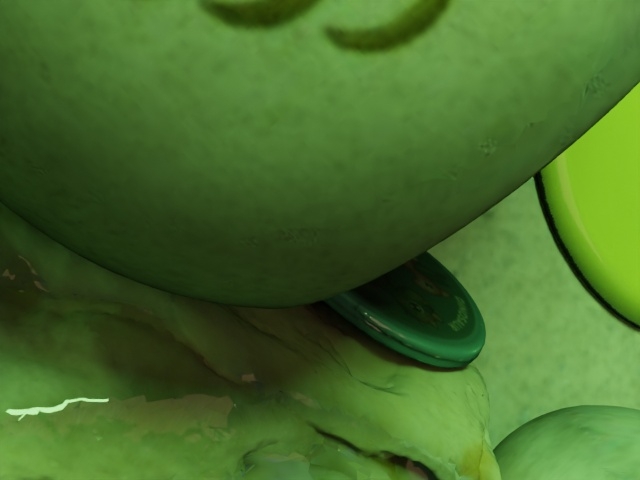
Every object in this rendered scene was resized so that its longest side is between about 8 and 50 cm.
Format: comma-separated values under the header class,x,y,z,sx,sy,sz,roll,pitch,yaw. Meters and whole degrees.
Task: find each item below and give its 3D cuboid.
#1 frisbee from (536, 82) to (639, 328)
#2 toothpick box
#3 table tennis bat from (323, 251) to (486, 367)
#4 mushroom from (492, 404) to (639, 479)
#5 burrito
class,x,y,z,sx,sy,sz,roll,pitch,yaw
frisbee,0.227,-0.056,1.096,0.236,0.017,0.236,3,84,-27
toothpick box,-0.058,-0.221,0.749,0.425,0.409,0.409,49,67,-15
table tennis bat,0.000,0.000,0.936,0.201,0.124,0.033,35,110,-3
mushroom,0.169,0.213,0.945,0.243,0.243,0.244,2,85,-27
burrito,-0.074,0.087,0.864,0.331,0.135,0.190,22,79,-23
